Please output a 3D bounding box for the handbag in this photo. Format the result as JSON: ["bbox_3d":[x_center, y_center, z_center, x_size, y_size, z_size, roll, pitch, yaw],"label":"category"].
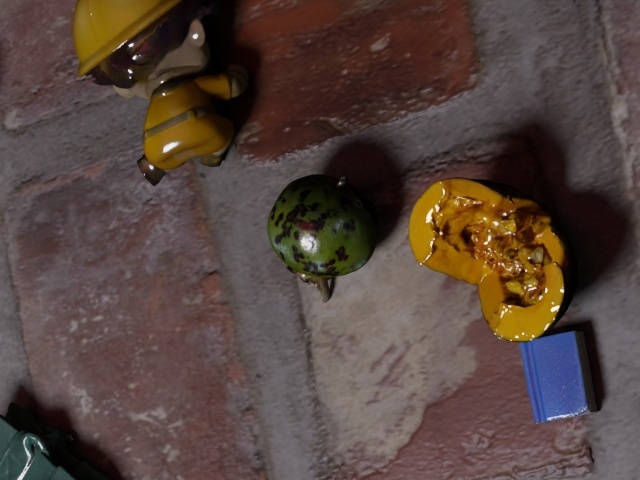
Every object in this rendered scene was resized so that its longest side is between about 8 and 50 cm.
[{"bbox_3d":[-0.323,0.370,1.937,0.326,0.089,0.238,36,105,31],"label":"handbag"}]

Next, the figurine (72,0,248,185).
[{"bbox_3d":[-0.183,-0.206,1.855,0.192,0.167,0.256,-28,73,13],"label":"figurine"}]

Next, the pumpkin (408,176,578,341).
[{"bbox_3d":[0.186,0.013,1.629,0.183,0.108,0.119,48,118,19],"label":"pumpkin"}]

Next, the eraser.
[{"bbox_3d":[0.237,0.136,1.631,0.063,0.027,0.084,-15,77,30],"label":"eraser"}]

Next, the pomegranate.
[{"bbox_3d":[0.000,0.000,1.756,0.122,0.122,0.161,39,135,29],"label":"pomegranate"}]
